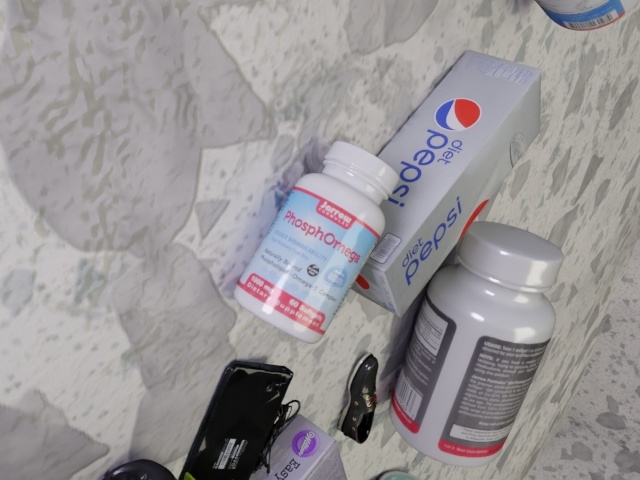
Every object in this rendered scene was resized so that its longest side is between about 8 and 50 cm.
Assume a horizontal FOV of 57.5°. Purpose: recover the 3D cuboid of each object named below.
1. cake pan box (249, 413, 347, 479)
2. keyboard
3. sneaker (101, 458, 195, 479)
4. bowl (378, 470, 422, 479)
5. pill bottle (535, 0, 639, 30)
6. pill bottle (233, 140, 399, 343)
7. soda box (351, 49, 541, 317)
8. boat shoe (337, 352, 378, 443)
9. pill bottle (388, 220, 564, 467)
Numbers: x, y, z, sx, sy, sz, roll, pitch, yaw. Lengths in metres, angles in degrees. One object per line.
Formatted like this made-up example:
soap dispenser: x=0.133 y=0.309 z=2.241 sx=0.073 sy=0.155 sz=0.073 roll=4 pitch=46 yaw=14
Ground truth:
cake pan box: x=-0.061 y=0.368 z=0.705 sx=0.267 sy=0.070 sz=0.245 roll=-44 pitch=145 yaw=-25
keyboard: x=-0.089 y=0.207 z=0.592 sx=0.100 sy=0.038 sz=0.191 roll=18 pitch=100 yaw=-34
sneaker: x=-0.183 y=0.286 z=0.459 sx=0.234 sy=0.084 sz=0.097 roll=-46 pitch=146 yaw=-22
bowl: x=0.157 y=0.574 z=0.987 sx=0.163 sy=0.311 sz=0.312 roll=-49 pitch=150 yaw=15
pill bottle: x=0.259 y=-0.307 z=0.597 sx=0.222 sy=0.124 sz=0.124 roll=2 pitch=112 yaw=-55
pill bottle: x=0.000 y=0.000 z=0.498 sx=0.160 sy=0.087 sz=0.087 roll=-60 pitch=147 yaw=-4
soda box: x=0.123 y=-0.066 z=0.616 sx=0.286 sy=0.091 sz=0.098 roll=-50 pitch=146 yaw=-18
boat shoe: x=0.059 y=0.211 z=0.780 sx=0.049 sy=0.042 sz=0.132 roll=-13 pitch=122 yaw=-47
pill bottle: x=0.220 y=0.141 z=0.824 sx=0.176 sy=0.176 sz=0.318 roll=-13 pitch=124 yaw=-50
